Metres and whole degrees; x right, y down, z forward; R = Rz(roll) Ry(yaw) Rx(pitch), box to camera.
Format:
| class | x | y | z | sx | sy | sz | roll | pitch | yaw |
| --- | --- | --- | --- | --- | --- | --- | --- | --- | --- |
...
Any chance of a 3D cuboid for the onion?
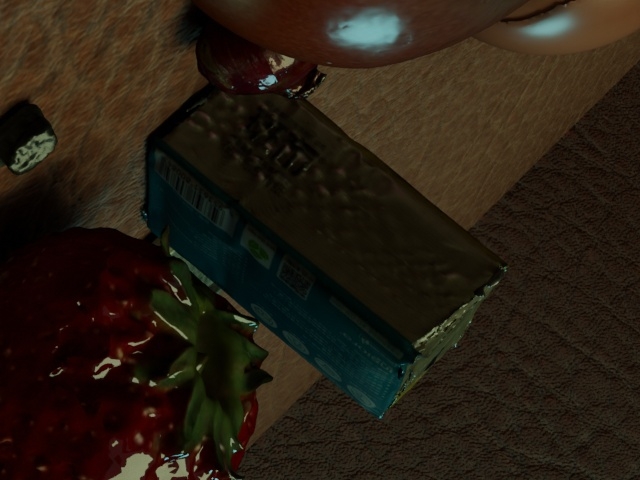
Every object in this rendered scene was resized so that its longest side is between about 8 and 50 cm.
| class | x | y | z | sx | sy | sz | roll | pitch | yaw |
| --- | --- | --- | --- | --- | --- | --- | --- | --- | --- |
| onion | -0.034 | -0.140 | 1.079 | 0.107 | 0.097 | 0.107 | -34 | -172 | 5 |

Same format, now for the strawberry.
| class | x | y | z | sx | sy | sz | roll | pitch | yaw |
| --- | --- | --- | --- | --- | --- | --- | --- | --- | --- |
| strawberry | -0.186 | 0.124 | 1.128 | 0.277 | 0.257 | 0.257 | -18 | -178 | 23 |

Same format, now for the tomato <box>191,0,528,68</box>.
| class | x | y | z | sx | sy | sz | roll | pitch | yaw |
| --- | --- | --- | --- | --- | --- | --- | --- | --- | --- |
| tomato | 0.027 | -0.206 | 0.726 | 0.256 | 0.224 | 0.256 | -31 | 158 | -14 |

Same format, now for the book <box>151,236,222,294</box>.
| class | x | y | z | sx | sy | sz | roll | pitch | yaw |
| --- | --- | --- | --- | --- | --- | --- | --- | --- | --- |
| book | -0.214 | 0.108 | 1.471 | 0.379 | 0.031 | 0.264 | -44 | 169 | -14 |

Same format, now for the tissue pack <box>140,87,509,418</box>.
| class | x | y | z | sx | sy | sz | roll | pitch | yaw |
| --- | --- | --- | --- | --- | --- | --- | --- | --- | --- |
| tissue pack | 0.000 | 0.000 | 1.260 | 0.134 | 0.271 | 0.192 | -47 | 172 | -19 |

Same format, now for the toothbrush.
| class | x | y | z | sx | sy | sz | roll | pitch | yaw |
| --- | --- | --- | --- | --- | --- | --- | --- | --- | --- |
| toothbrush | -0.273 | 0.025 | 0.931 | 0.297 | 0.030 | 0.030 | -43 | 145 | -9 |

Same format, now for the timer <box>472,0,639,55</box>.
| class | x | y | z | sx | sy | sz | roll | pitch | yaw |
| --- | --- | --- | --- | --- | --- | --- | --- | --- | --- |
| timer | 0.163 | -0.246 | 1.084 | 0.229 | 0.229 | 0.215 | -55 | 175 | 39 |
